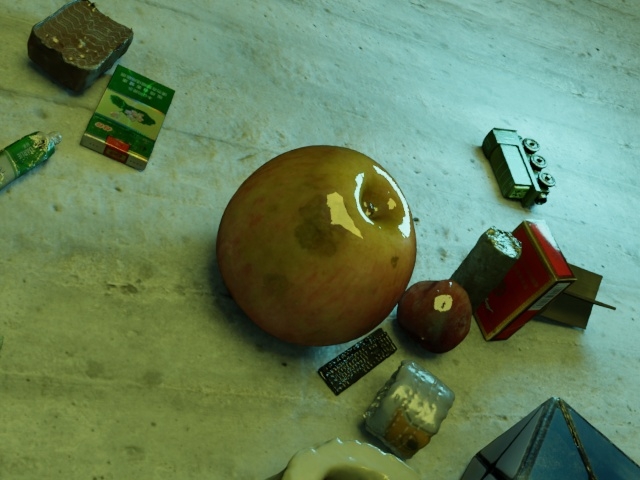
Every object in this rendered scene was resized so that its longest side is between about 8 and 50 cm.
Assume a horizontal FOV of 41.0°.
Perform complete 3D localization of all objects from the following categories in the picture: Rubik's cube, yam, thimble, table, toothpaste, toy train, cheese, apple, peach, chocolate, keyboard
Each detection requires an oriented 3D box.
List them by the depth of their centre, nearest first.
[{"bbox_3d":[0.032,0.476,1.260,0.292,0.153,0.332,26,42,-12],"label":"cheese"},{"bbox_3d":[0.374,0.464,1.428,0.259,0.255,0.260,42,40,7],"label":"Rubik's cube"},{"bbox_3d":[-0.541,-0.129,1.485,0.078,0.047,0.248,39,44,4],"label":"toothpaste"},{"bbox_3d":[0.156,0.296,1.518,0.118,0.127,0.151,38,41,3],"label":"thimble"},{"bbox_3d":[0.000,0.000,1.526,0.363,0.364,0.364,18,45,-20],"label":"apple"},{"bbox_3d":[0.074,0.223,1.610,0.195,0.018,0.060,-28,75,-45],"label":"keyboard"},{"bbox_3d":[0.220,0.152,1.690,0.152,0.152,0.152,18,45,-20],"label":"peach"},{"bbox_3d":[-0.482,-0.387,1.714,0.148,0.093,0.214,33,41,-3],"label":"chocolate"},{"bbox_3d":[0.317,0.072,1.734,0.093,0.259,0.093,11,50,-14],"label":"yam"},{"bbox_3d":[0.549,0.116,1.937,0.226,0.167,0.167,18,45,-33],"label":"table"},{"bbox_3d":[0.513,-0.188,2.219,0.137,0.090,0.226,4,51,-22],"label":"toy train"}]

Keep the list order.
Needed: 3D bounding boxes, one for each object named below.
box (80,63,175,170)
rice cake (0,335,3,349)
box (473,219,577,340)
[{"bbox_3d":[-0.378,-0.248,1.704,0.132,0.034,0.235,24,44,-14],"label":"box"},{"bbox_3d":[-0.533,0.139,1.270,0.121,0.021,0.022,16,51,-20],"label":"rice cake"},{"bbox_3d":[0.406,0.086,1.787,0.074,0.240,0.153,-3,56,-36],"label":"box"}]
